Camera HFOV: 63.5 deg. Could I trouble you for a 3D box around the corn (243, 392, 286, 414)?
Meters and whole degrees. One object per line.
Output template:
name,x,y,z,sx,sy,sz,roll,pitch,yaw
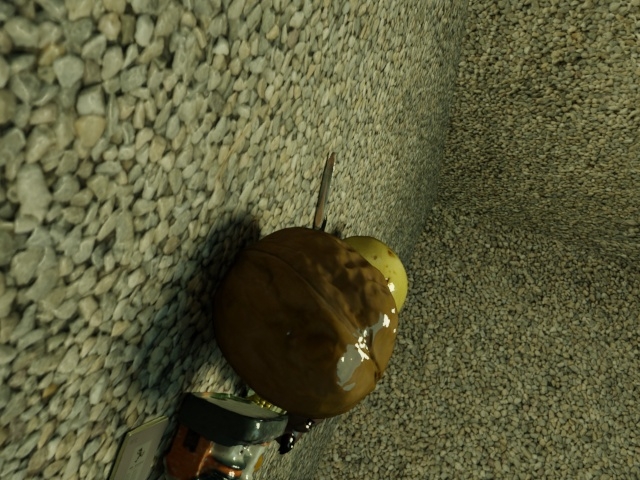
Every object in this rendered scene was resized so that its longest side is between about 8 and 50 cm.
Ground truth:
corn,-0.138,0.439,1.449,0.305,0.123,0.122,-52,173,-20

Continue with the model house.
model house,-0.230,0.502,1.163,0.301,0.190,0.271,-65,164,-11

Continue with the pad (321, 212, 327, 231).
pad,0.000,0.000,1.538,0.112,0.003,0.157,93,12,-71

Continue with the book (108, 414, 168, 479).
book,-0.357,0.433,0.985,0.182,0.014,0.127,-70,163,1

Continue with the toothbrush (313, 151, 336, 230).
toothbrush,-0.001,-0.073,1.481,0.037,0.028,0.375,-49,155,-62

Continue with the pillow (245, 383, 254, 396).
pillow,-0.106,0.248,1.351,0.310,0.138,0.283,-53,168,-33

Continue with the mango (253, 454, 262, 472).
mango,-0.226,0.710,1.642,0.079,0.057,0.114,-66,161,13

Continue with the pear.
pear,0.130,0.135,1.689,0.309,0.309,0.309,-57,159,-36

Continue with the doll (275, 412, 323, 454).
doll,-0.060,0.499,1.510,0.257,0.117,0.182,-37,-157,9

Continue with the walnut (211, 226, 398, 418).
walnut,-0.032,0.164,1.073,0.354,0.398,0.308,-38,171,-36
